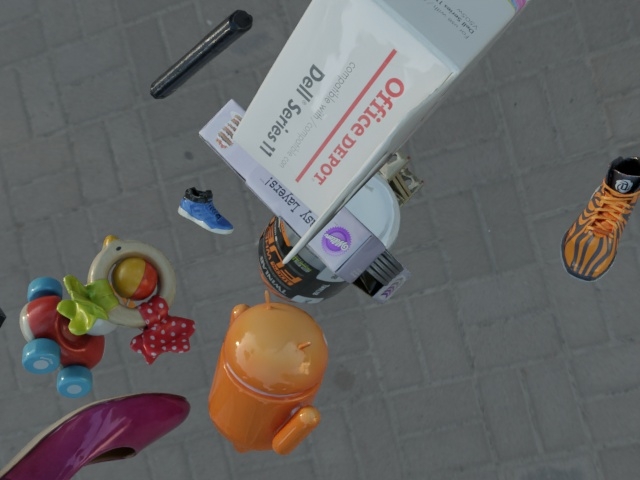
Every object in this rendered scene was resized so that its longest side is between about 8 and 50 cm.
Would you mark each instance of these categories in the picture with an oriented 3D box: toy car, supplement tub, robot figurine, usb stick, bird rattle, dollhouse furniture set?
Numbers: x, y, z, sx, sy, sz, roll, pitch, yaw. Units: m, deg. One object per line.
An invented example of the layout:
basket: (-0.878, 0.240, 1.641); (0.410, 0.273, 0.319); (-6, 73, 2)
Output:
toy car: (-0.486, 0.171, 1.577); (0.238, 0.210, 0.219); (-26, 43, 8)
supplement tub: (0.000, 0.000, 1.343); (0.194, 0.316, 0.193); (7, 67, -17)
robot figurine: (-0.062, 0.165, 0.885); (0.128, 0.158, 0.219); (15, 129, -5)
usb stick: (-0.241, -0.365, 1.468); (0.278, 0.077, 0.045); (-27, 113, 36)
bird rattle: (-0.338, 0.100, 1.346); (0.253, 0.143, 0.207); (20, 67, -17)
dollhouse furniture set: (0.111, -0.160, 1.639); (0.129, 0.129, 0.183); (-45, 59, 0)

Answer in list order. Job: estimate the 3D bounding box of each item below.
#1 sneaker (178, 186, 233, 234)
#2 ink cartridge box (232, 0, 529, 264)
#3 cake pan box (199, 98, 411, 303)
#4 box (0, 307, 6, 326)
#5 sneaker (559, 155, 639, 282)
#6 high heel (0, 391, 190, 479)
sneaker: (-0.278, -0.079, 1.850); (0.152, 0.058, 0.084); (27, 114, 11)
ink cartridge box: (0.058, -0.156, 0.638); (0.119, 0.353, 0.207); (42, 138, 0)
cake pan box: (-0.009, -0.036, 0.943); (0.070, 0.246, 0.267); (-46, 67, 4)
box: (-0.541, 0.117, 0.993); (0.261, 0.103, 0.184); (28, 91, 49)
sneaker: (0.629, -0.069, 1.631); (0.125, 0.180, 0.321); (23, 60, 17)
high heel: (-0.291, 0.292, 0.824); (0.127, 0.377, 0.181); (-42, 67, 47)
